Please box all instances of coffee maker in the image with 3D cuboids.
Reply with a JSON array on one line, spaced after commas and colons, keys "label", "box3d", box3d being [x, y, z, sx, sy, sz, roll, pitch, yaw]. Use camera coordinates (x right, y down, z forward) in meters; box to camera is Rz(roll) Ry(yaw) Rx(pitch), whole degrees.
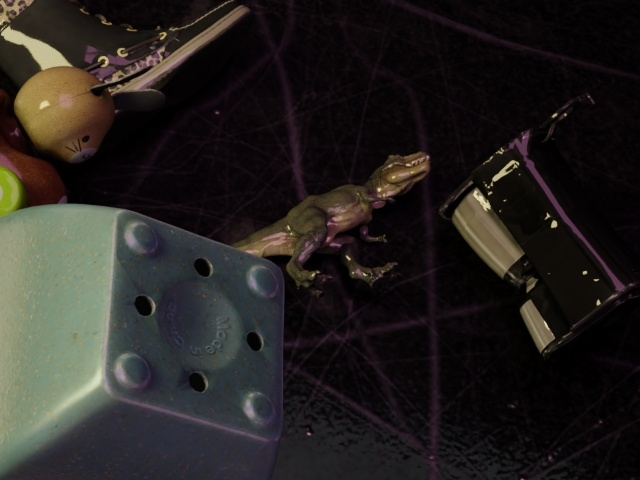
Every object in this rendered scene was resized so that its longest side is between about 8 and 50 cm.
[{"label": "coffee maker", "box3d": [0.219, -0.006, 1.428, 0.120, 0.171, 0.178, -20, 67, -41]}]

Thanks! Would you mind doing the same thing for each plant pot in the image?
[{"label": "plant pot", "box3d": [-0.153, 0.109, 1.175, 0.247, 0.252, 0.248, 21, 54, -31]}]

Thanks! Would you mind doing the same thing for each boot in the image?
[{"label": "boot", "box3d": [-0.198, -0.198, 1.484, 0.236, 0.085, 0.178, -39, 76, -22]}]

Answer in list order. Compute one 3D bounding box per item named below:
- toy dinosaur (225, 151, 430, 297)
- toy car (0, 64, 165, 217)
[{"label": "toy dinosaur", "box3d": [0.000, 0.000, 1.436, 0.268, 0.064, 0.118, -20, 52, -23]}, {"label": "toy car", "box3d": [-0.218, -0.087, 1.338, 0.188, 0.155, 0.149, -27, 80, -5]}]
